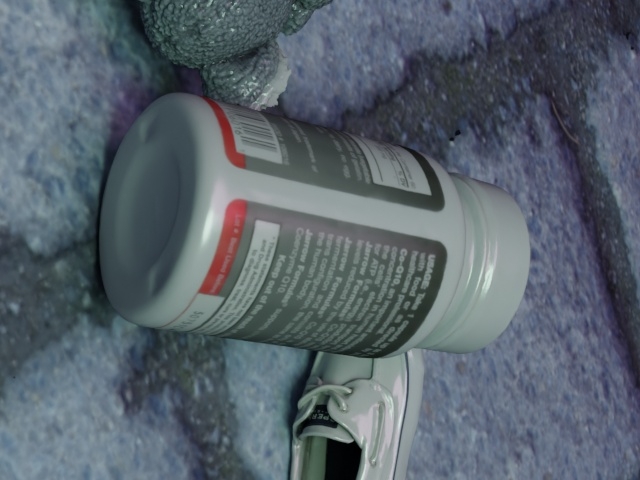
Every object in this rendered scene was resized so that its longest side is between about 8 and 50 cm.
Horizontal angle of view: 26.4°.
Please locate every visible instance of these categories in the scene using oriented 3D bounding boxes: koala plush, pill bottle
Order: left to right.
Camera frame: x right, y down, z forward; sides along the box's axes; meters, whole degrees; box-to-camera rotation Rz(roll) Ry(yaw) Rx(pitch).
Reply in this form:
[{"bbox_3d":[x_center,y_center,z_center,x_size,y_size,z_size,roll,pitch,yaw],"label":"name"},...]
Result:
[{"bbox_3d":[-0.053,-0.211,1.007,0.221,0.203,0.196,-49,120,-29],"label":"koala plush"},{"bbox_3d":[0.000,0.000,0.983,0.283,0.161,0.161,12,74,-32],"label":"pill bottle"}]

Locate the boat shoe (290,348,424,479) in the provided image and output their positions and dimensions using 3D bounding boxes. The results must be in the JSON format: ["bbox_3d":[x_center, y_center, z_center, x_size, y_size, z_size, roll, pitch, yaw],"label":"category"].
[{"bbox_3d":[0.023,0.148,1.084,0.084,0.095,0.258,17,69,-51],"label":"boat shoe"}]
